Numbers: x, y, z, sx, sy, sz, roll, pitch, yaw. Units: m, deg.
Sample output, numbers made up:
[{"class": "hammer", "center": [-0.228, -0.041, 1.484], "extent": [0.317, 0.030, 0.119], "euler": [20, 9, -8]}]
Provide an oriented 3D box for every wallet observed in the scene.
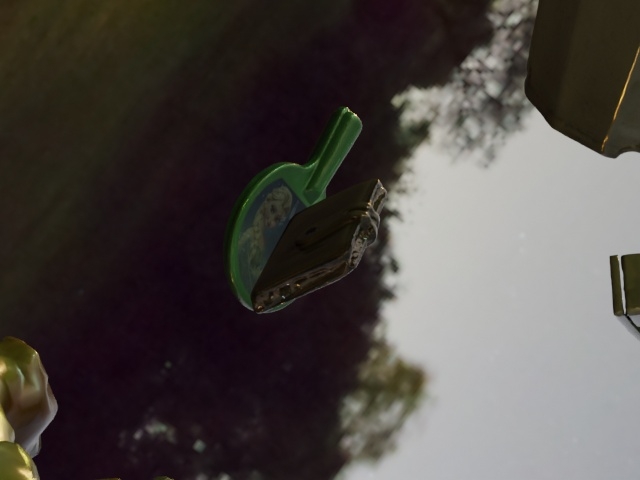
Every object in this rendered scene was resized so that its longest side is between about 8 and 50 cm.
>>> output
[{"class": "wallet", "center": [0.000, 0.000, 1.196], "extent": [0.118, 0.038, 0.152], "euler": [-25, -162, 26]}]

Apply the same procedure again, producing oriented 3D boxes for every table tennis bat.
[{"class": "table tennis bat", "center": [-0.024, -0.039, 1.473], "extent": [0.039, 0.160, 0.257], "euler": [12, -117, 36]}]

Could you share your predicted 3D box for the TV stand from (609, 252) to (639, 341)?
[{"class": "TV stand", "center": [0.218, 0.043, 0.851], "extent": [0.249, 0.042, 0.036], "euler": [29, 56, -69]}]

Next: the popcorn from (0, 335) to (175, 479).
[{"class": "popcorn", "center": [-0.165, 0.218, 0.511], "extent": [0.326, 0.321, 0.290], "euler": [-11, -176, 32]}]

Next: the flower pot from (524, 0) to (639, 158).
[{"class": "flower pot", "center": [0.273, -0.206, 1.029], "extent": [0.290, 0.290, 0.259], "euler": [-62, 169, -50]}]
